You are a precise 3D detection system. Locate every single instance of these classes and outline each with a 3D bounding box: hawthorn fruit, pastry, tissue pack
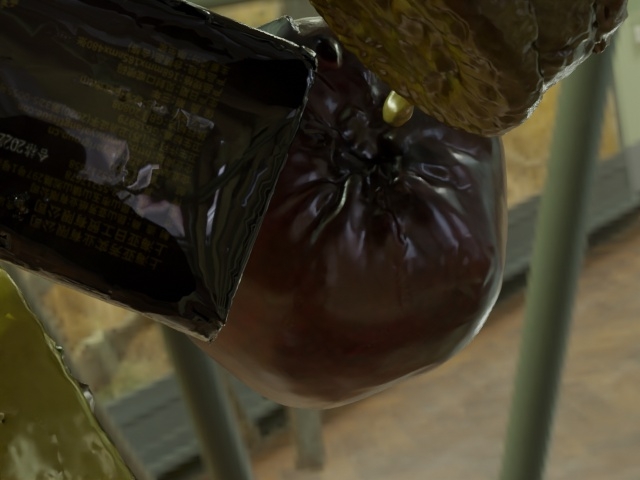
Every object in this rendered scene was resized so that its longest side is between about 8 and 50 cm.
[{"bbox_3d":[0.006,-0.015,1.300,0.308,0.308,0.325,-10,-5,-2],"label":"hawthorn fruit"},{"bbox_3d":[0.065,-0.144,0.834,0.103,0.189,0.189,-46,20,-11],"label":"pastry"},{"bbox_3d":[-0.206,-0.090,1.025,0.370,0.210,0.198,22,5,-5],"label":"tissue pack"}]

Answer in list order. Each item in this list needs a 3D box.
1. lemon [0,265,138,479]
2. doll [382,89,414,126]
[{"bbox_3d":[-0.189,0.132,0.693,0.219,0.240,0.240,-29,15,-11],"label":"lemon"},{"bbox_3d":[0.081,-0.161,1.049,0.102,0.179,0.089,-7,22,-18],"label":"doll"}]
